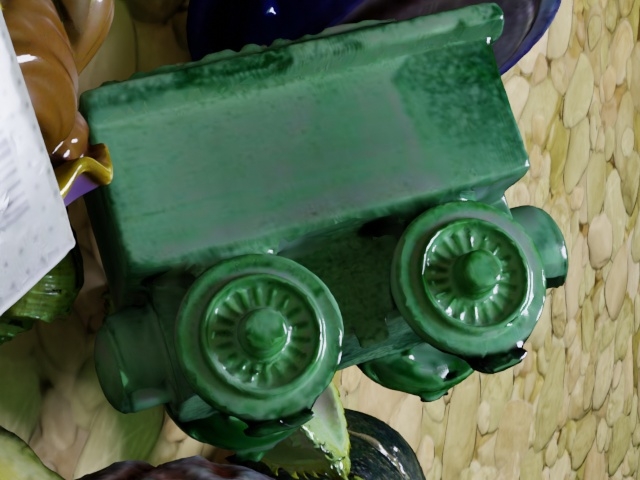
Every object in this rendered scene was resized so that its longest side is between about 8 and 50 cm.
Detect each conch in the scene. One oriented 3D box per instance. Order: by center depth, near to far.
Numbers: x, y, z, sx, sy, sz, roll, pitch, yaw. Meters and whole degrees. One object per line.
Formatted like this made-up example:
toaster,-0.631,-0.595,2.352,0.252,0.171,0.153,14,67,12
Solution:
conch,-0.157,-0.004,0.704,0.089,0.074,0.121,7,93,-71

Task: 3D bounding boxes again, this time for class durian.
durian,-0.045,0.094,0.855,0.086,0.215,0.100,-52,-174,8

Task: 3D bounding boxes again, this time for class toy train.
toy train,0.000,0.000,0.754,0.145,0.266,0.201,126,-52,-71

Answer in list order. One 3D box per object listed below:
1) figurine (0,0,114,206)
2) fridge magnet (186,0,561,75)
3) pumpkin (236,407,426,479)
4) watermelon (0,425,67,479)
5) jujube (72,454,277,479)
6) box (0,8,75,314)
figurine,-0.163,-0.116,0.599,0.190,0.142,0.263,-5,97,-37
fridge magnet,0.045,-0.156,0.872,0.265,0.265,0.112,22,39,-60
pumpkin,0.002,0.204,0.955,0.190,0.146,0.190,-11,103,-60
watermelon,-0.220,0.179,0.453,0.189,0.331,0.331,-57,158,22
jujube,-0.079,0.240,0.701,0.308,0.215,0.246,-62,177,-62
box,-0.222,-0.125,0.426,0.095,0.210,0.330,-50,137,-45
